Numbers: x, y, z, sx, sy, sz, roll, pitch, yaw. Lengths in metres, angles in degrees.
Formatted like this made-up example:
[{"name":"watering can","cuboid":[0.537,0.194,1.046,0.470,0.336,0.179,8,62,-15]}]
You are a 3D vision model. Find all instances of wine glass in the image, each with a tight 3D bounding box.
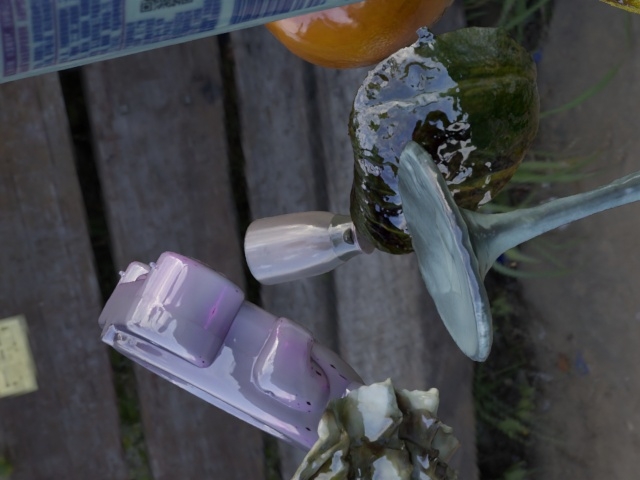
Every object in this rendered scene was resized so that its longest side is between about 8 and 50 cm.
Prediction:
[{"name":"wine glass","cuboid":[0.288,-0.052,0.980,0.267,0.406,0.267,163,90,-84]}]

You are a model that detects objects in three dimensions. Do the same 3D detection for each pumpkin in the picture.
[{"name":"pumpkin","cuboid":[0.089,-0.088,1.098,0.278,0.163,0.111,-36,47,29]}]

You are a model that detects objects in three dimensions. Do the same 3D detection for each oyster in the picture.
[{"name":"oyster","cuboid":[0.048,0.273,0.982,0.115,0.238,0.351,21,121,50]}]

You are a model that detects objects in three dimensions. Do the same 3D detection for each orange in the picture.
[{"name":"orange","cuboid":[0.041,-0.310,1.184,0.261,0.261,0.261,32,130,49]}]

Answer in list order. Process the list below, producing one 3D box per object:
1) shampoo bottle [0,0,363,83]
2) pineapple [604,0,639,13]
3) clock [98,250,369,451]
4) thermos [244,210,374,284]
[{"name":"shampoo bottle","cuboid":[-0.114,-0.140,0.516,0.078,0.359,0.134,62,156,26]},{"name":"pineapple","cuboid":[0.335,-0.367,1.339,0.140,0.250,0.164,-98,22,-81]},{"name":"clock","cuboid":[-0.086,0.137,1.256,0.322,0.113,0.295,32,167,-14]},{"name":"thermos","cuboid":[0.000,0.000,1.705,0.193,0.137,0.105,-12,89,29]}]
